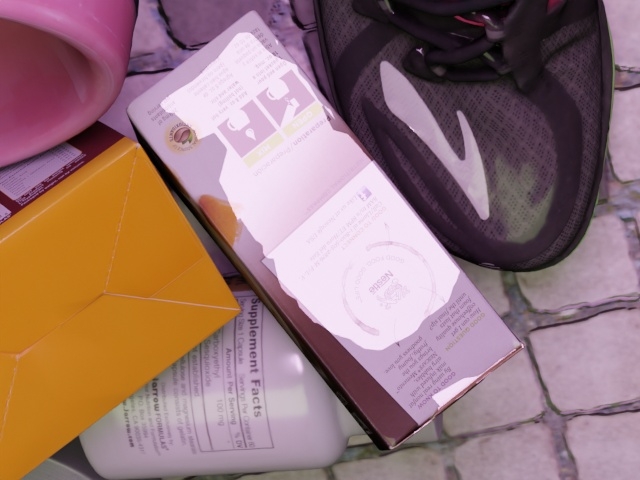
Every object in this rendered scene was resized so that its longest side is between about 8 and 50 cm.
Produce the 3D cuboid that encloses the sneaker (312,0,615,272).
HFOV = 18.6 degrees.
[{"bbox_3d":[0.066,-0.176,1.066,0.185,0.202,0.483,-5,122,10],"label":"sneaker"}]

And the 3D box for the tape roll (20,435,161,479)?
[{"bbox_3d":[-0.223,0.213,1.431,0.219,0.072,0.219,4,123,5],"label":"tape roll"}]

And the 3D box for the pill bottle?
[{"bbox_3d":[-0.038,0.087,1.292,0.229,0.131,0.131,-4,122,8],"label":"pill bottle"}]

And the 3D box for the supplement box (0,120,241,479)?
[{"bbox_3d":[-0.190,0.025,1.191,0.191,0.194,0.129,-37,117,-13],"label":"supplement box"}]

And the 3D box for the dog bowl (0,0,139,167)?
[{"bbox_3d":[-0.278,-0.133,1.023,0.408,0.408,0.150,-11,77,14],"label":"dog bowl"}]

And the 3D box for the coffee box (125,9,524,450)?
[{"bbox_3d":[0.000,0.000,1.161,0.098,0.141,0.246,-38,85,-4],"label":"coffee box"}]
